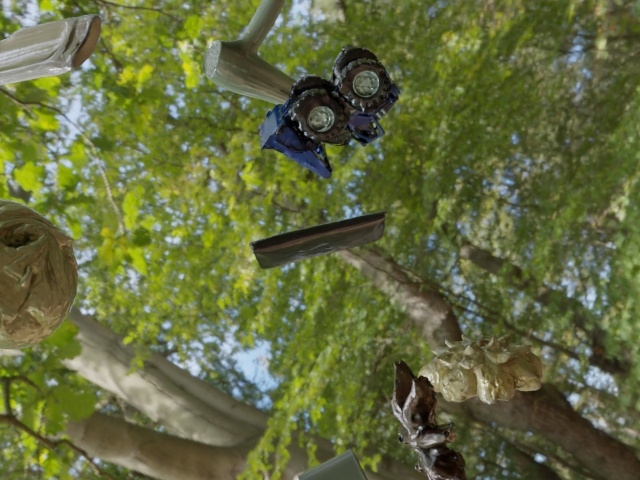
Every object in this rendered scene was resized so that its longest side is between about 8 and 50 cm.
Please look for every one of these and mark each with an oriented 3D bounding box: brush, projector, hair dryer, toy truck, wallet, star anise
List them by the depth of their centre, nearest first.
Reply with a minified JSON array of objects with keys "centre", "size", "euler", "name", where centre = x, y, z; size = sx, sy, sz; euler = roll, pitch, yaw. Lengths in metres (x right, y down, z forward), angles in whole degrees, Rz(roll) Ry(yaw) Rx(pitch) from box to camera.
[{"centre":[-0.316,-0.165,0.669],"size":[0.050,0.321,0.060],"euler":[40,-120,-47],"name":"brush"},{"centre":[0.027,0.336,0.895],"size":[0.082,0.083,0.083],"euler":[-26,-40,-6],"name":"projector"},{"centre":[0.014,-0.177,0.983],"size":[0.208,0.113,0.126],"euler":[-31,-63,11],"name":"toy truck"},{"centre":[-0.062,-0.337,1.111],"size":[0.206,0.075,0.237],"euler":[15,-76,-37],"name":"hair dryer"},{"centre":[0.195,0.353,1.241],"size":[0.088,0.288,0.288],"euler":[-22,-50,-15],"name":"star anise"},{"centre":[0.000,0.000,1.857],"size":[0.197,0.377,0.051],"euler":[81,175,-73],"name":"wallet"}]

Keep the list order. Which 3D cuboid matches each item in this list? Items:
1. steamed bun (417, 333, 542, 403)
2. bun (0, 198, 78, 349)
[{"centre":[0.375,0.290,1.629],"size":[0.295,0.292,0.137],"euler":[-18,-82,-73],"name":"steamed bun"},{"centre":[-0.455,0.036,0.982],"size":[0.229,0.229,0.145],"euler":[-14,-26,-52],"name":"bun"}]
